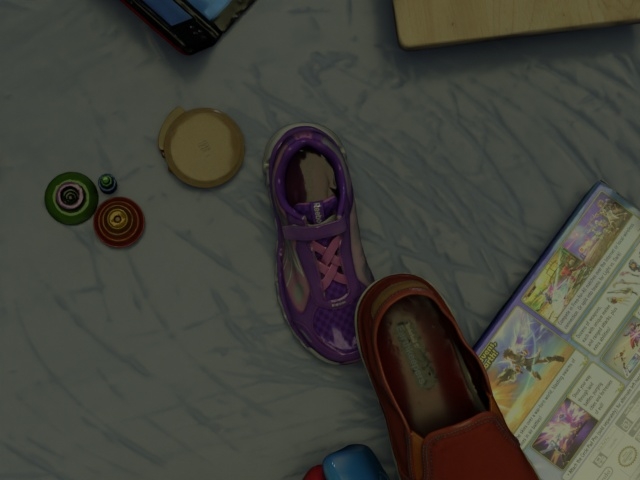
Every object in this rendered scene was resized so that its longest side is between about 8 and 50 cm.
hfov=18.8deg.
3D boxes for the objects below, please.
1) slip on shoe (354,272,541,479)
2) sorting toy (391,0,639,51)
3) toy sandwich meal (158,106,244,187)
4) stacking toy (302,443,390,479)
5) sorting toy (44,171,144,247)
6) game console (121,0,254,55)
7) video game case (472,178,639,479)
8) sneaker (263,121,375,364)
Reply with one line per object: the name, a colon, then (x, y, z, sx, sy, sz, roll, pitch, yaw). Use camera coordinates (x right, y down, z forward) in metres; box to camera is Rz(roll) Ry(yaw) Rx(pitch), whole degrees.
slip on shoe: (0.123, 0.184, 1.733, 0.123, 0.101, 0.331, -23, 87, -3)
sorting toy: (0.181, -0.316, 1.856, 0.255, 0.089, 0.257, -7, 84, -3)
toy sandwich meal: (-0.114, -0.088, 1.848, 0.085, 0.029, 0.085, 1, 84, -7)
stacking toy: (-0.052, 0.325, 1.756, 0.302, 0.175, 0.166, -30, 84, 6)
sorting toy: (-0.212, -0.035, 1.829, 0.102, 0.042, 0.061, 26, 83, 1)
game console: (-0.138, -0.258, 1.839, 0.144, 0.124, 0.085, 41, 110, 2)
video game case: (0.279, 0.122, 1.825, 0.244, 0.061, 0.269, 37, 84, 1)
sneaker: (0.000, 0.000, 1.805, 0.095, 0.104, 0.236, -12, 85, -5)
